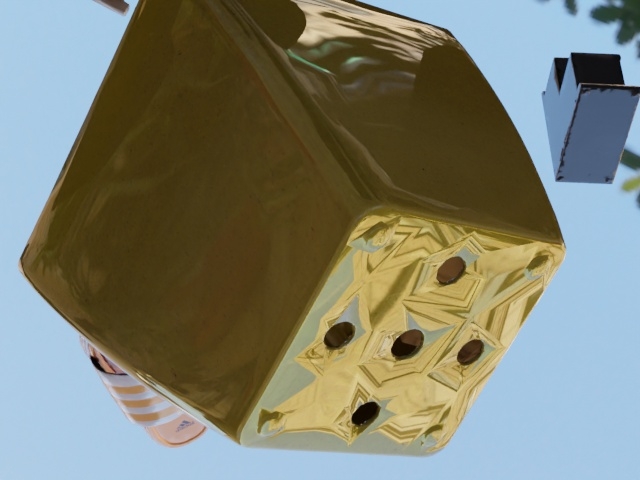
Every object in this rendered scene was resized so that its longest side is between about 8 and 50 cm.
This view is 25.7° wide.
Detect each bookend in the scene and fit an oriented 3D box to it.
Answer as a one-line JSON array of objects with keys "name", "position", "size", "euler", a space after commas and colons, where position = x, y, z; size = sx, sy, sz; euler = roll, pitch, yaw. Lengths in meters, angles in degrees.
[{"name": "bookend", "position": [0.322, -0.177, 1.683], "size": [0.072, 0.156, 0.157], "euler": [2, -132, -3]}]

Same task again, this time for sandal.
[{"name": "sandal", "position": [-0.141, 0.142, 1.331], "size": [0.102, 0.265, 0.076], "euler": [-29, -126, -7]}]

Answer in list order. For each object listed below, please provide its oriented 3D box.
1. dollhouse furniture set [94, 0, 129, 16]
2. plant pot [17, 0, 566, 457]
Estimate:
[{"name": "dollhouse furniture set", "position": [-0.220, -0.356, 1.391], "size": [0.174, 0.303, 0.355], "euler": [28, -111, 3]}, {"name": "plant pot", "position": [0.000, 0.000, 0.745], "size": [0.212, 0.212, 0.187], "euler": [10, -152, -40]}]
